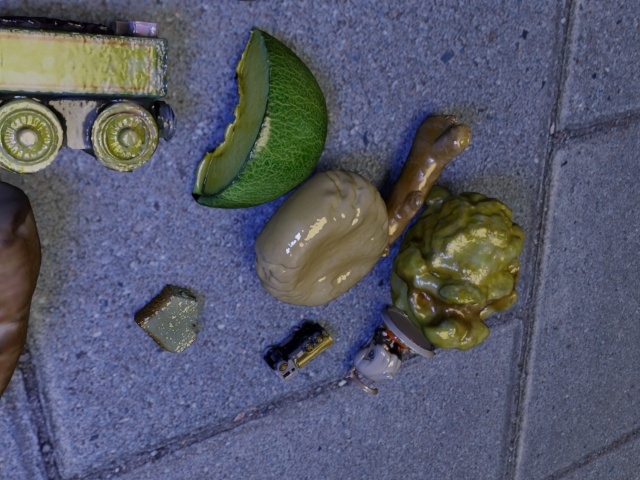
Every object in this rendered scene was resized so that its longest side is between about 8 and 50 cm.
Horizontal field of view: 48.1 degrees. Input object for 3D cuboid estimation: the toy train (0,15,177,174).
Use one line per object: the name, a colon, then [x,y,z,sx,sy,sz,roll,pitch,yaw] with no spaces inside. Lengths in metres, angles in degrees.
toy train: [-0.304,-0.174,0.855,0.261,0.134,0.177,-6,107,-31]

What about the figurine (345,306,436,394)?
figurine: [0.121,0.219,1.337,0.132,0.132,0.153,28,109,-39]

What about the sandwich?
sandwich: [-0.225,0.124,1.110,0.093,0.036,0.104,-39,128,-12]

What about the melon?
melon: [-0.054,-0.145,1.031,0.169,0.129,0.265,12,105,-39]

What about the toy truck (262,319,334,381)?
toy truck: [-0.036,0.193,1.255,0.123,0.052,0.062,-36,133,-14]

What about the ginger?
ginger: [0.145,-0.081,1.209,0.065,0.118,0.298,26,106,-23]

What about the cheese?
cheese: [0.000,0.000,1.109,0.226,0.117,0.214,-39,148,-11]

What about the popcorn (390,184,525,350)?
popcorn: [0.230,0.040,1.233,0.235,0.242,0.250,-2,111,-29]

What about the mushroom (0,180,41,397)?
mushroom: [-0.494,0.135,0.860,0.314,0.224,0.397,-24,132,-38]
